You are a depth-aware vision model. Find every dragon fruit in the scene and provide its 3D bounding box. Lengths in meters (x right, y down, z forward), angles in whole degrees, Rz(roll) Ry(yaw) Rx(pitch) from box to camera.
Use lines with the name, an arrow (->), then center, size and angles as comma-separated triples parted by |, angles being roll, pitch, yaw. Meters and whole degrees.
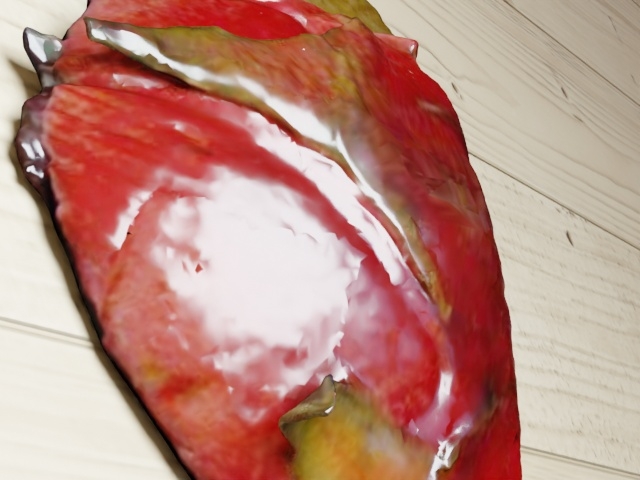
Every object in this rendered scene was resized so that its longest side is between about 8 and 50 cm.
dragon fruit -> 0.000, 0.000, 0.721 | 0.282, 0.100, 0.343 | 19, 51, -41

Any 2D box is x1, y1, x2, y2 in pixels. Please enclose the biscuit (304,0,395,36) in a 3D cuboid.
biscuit -> 0.012, -0.075, 0.949 | 0.262, 0.037, 0.262 | 46, 25, -29
